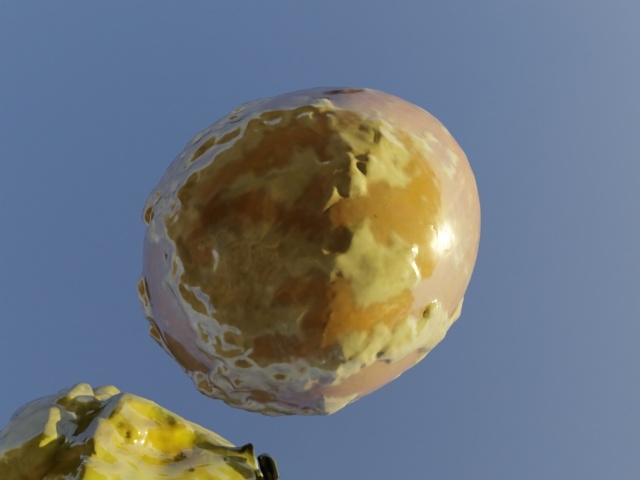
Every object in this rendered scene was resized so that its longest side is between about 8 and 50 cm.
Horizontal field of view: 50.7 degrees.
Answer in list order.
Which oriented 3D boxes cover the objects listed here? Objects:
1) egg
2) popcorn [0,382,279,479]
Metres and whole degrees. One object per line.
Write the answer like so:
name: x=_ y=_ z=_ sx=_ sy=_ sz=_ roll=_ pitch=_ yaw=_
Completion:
egg: x=0.000 y=0.000 z=0.437 sx=0.203 sy=0.203 sz=0.245 roll=44 pitch=-119 yaw=11
popcorn: x=-0.152 y=0.244 z=0.562 sx=0.287 sy=0.252 sz=0.215 roll=22 pitch=-90 yaw=-7
